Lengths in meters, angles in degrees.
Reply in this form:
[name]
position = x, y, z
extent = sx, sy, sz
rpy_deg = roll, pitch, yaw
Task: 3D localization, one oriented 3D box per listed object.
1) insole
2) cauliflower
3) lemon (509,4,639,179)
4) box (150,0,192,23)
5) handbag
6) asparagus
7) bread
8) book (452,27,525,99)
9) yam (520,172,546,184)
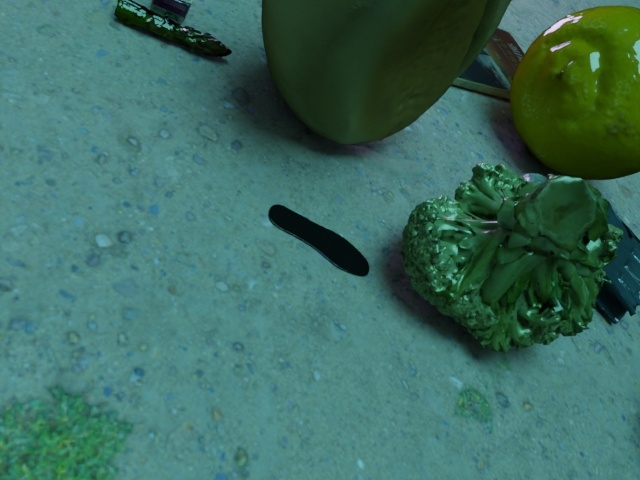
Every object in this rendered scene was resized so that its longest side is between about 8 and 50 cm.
[insole]
position = 0.000, 0.000, 0.754
extent = 0.152, 0.002, 0.053
rpy_deg = 29, 45, -14
[cauliflower]
position = 0.263, 0.007, 0.754
extent = 0.272, 0.250, 0.275
rpy_deg = 45, 64, 5
[lemon]
position = 0.541, -0.277, 1.138
extent = 0.347, 0.348, 0.348
rpy_deg = 19, 48, -23
[box]
position = -0.216, -0.406, 0.892
extent = 0.049, 0.041, 0.207
rpy_deg = 17, 48, -25
[handbag]
position = 0.523, 0.037, 1.065
extent = 0.179, 0.062, 0.229
rpy_deg = 51, 43, 5
[asparagus]
position = -0.201, -0.291, 0.820
extent = 0.165, 0.030, 0.036
rpy_deg = 15, 39, -26
[bread]
position = 0.081, -0.321, 0.793
extent = 0.347, 0.376, 0.253
rpy_deg = -35, 73, -14
[book]
position = 0.360, -0.422, 1.333
extent = 0.373, 0.028, 0.263
rpy_deg = 2, 55, -34
[yam]
position = 0.350, -0.054, 1.004
extent = 0.068, 0.068, 0.169
rpy_deg = 40, 42, -2
